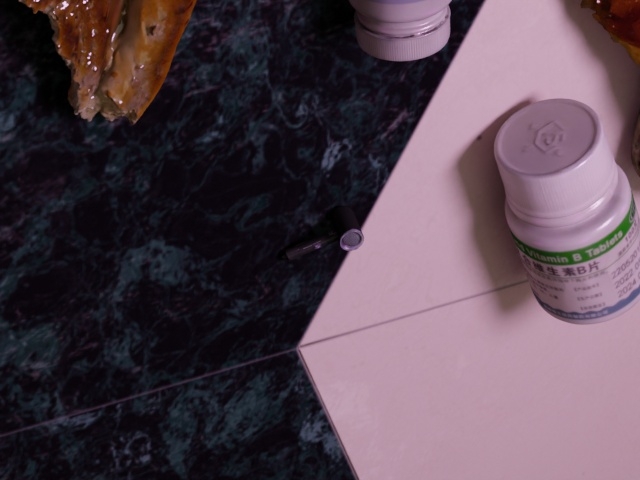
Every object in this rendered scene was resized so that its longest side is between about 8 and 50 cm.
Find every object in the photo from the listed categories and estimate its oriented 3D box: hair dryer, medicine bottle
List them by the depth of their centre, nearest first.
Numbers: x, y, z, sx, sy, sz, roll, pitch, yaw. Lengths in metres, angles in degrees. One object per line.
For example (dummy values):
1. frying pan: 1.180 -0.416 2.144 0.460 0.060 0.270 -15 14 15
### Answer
1. medicine bottle: 0.071 -0.264 1.763 0.102 0.103 0.187 -25 132 -24
2. hair dryer: 0.000 0.000 1.942 0.083 0.047 0.026 -26 127 3
3. medicine bottle: 0.267 -0.030 2.061 0.139 0.139 0.237 -37 137 -12

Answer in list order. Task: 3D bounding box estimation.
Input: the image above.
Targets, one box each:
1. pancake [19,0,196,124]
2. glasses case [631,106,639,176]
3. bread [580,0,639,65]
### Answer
1. pancake: -0.184 -0.210 1.599 0.244 0.057 0.266 -3 120 -54
2. glasses case: 0.445 -0.235 2.087 0.156 0.098 0.425 -4 122 -25
3. bread: 0.375 -0.210 1.991 0.139 0.077 0.271 -32 117 20
